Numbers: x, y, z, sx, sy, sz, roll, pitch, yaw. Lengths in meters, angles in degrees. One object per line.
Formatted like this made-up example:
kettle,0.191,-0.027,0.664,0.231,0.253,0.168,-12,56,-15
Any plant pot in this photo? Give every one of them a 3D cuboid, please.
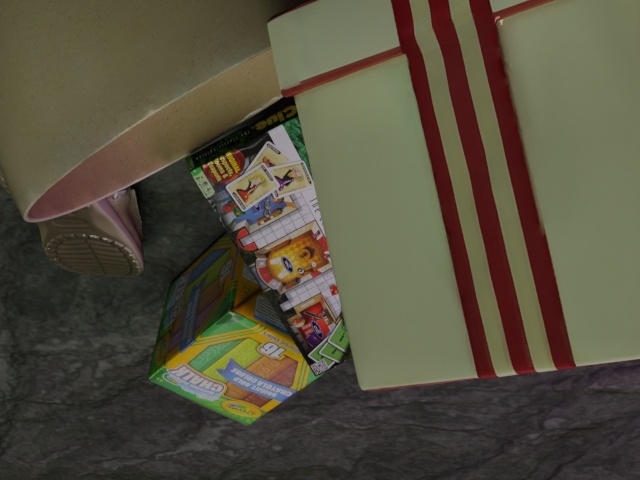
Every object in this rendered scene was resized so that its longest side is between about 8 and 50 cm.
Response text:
plant pot,-0.131,-0.165,0.751,0.284,0.284,0.191,-30,91,35

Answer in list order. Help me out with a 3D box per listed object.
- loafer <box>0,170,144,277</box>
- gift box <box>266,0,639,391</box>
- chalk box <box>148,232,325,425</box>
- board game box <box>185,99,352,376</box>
loafer,-0.223,-0.042,1.012,0.102,0.092,0.268,5,156,5
gift box,0.159,-0.074,0.616,0.276,0.258,0.255,-15,178,33
chalk box,-0.090,0.098,1.121,0.132,0.132,0.213,27,135,-23
board game box,0.000,0.000,0.942,0.136,0.030,0.260,-30,125,0
